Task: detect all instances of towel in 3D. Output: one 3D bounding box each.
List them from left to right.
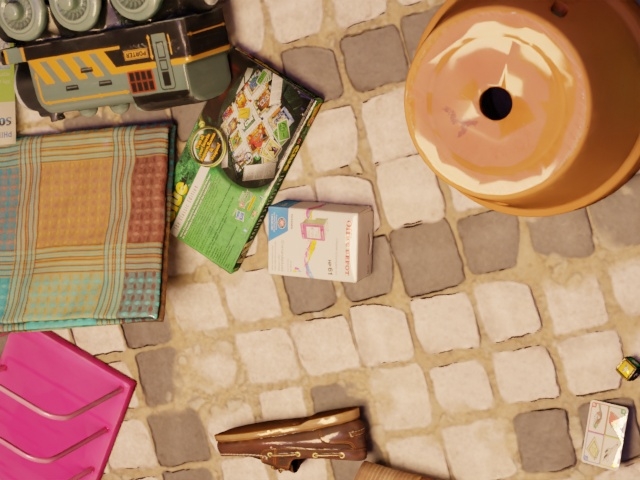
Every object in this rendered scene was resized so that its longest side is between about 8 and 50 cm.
[{"bbox_3d":[-0.361,-0.014,1.766,0.370,0.040,0.272,-4,77,26],"label":"towel"}]

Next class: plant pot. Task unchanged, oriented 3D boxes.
[{"bbox_3d":[0.217,-0.156,1.451,0.290,0.203,0.291,4,102,21],"label":"plant pot"}]

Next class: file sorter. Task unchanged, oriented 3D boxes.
[{"bbox_3d":[-0.422,0.291,1.824,0.202,0.182,0.291,28,110,16],"label":"file sorter"}]

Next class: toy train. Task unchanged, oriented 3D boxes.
[{"bbox_3d":[-0.263,-0.250,1.669,0.333,0.142,0.190,-5,103,28],"label":"toy train"}]

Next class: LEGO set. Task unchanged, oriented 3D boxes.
[{"bbox_3d":[0.367,0.260,1.517,0.182,0.060,0.244,11,92,38],"label":"LEGO set"}]

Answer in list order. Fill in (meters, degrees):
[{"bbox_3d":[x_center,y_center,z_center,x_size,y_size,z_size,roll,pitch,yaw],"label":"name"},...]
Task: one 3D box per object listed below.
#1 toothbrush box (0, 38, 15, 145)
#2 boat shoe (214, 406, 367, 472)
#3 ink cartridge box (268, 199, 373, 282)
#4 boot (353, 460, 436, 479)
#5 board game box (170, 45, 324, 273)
[{"bbox_3d":[-0.521,-0.269,1.776,0.206,0.122,0.283,8,103,30],"label":"toothbrush box"},{"bbox_3d":[-0.039,0.264,1.714,0.207,0.073,0.073,-11,93,25],"label":"boat shoe"},{"bbox_3d":[0.000,0.000,1.657,0.122,0.052,0.089,5,102,21],"label":"ink cartridge box"},{"bbox_3d":[0.116,0.432,1.677,0.220,0.109,0.283,21,101,14],"label":"boot"},{"bbox_3d":[-0.109,-0.100,1.698,0.136,0.030,0.260,33,111,12],"label":"board game box"}]
